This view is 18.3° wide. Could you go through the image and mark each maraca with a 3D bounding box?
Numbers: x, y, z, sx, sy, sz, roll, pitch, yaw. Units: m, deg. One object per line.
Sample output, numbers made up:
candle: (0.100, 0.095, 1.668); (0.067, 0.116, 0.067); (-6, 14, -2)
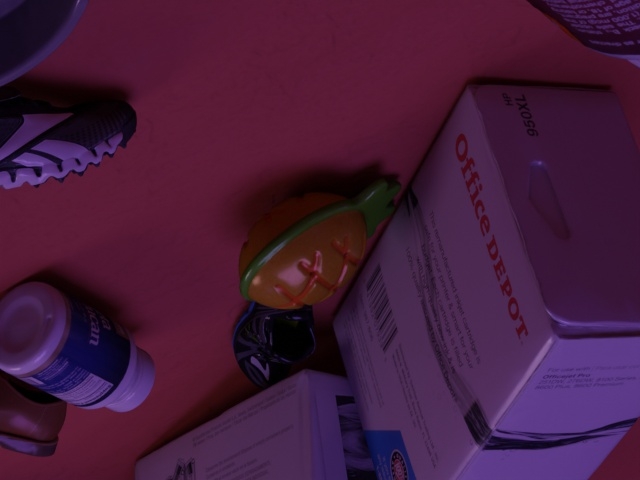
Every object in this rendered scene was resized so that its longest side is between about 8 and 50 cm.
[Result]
maraca: (0.000, 0.000, 1.889); (0.186, 0.099, 0.127); (-31, 163, -21)

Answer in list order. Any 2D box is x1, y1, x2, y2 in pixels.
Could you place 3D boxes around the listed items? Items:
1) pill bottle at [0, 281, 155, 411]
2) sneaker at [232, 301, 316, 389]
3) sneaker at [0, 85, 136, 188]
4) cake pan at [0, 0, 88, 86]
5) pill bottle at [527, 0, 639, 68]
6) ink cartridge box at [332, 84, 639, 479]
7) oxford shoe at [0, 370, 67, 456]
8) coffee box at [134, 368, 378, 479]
pill bottle: (-0.241, 0.111, 1.955); (0.094, 0.094, 0.169); (-29, 144, 21)
sneaker: (-0.046, 0.102, 2.030); (0.067, 0.078, 0.188); (-4, 147, -17)
sneaker: (-0.262, -0.094, 1.656); (0.234, 0.078, 0.106); (-21, 110, -25)
cake pan: (-0.319, -0.209, 1.494); (0.293, 0.054, 0.293); (-10, 146, -7)
pill bottle: (0.215, -0.269, 1.460); (0.224, 0.224, 0.392); (-32, 142, 24)
ink cartridge box: (0.176, 0.081, 1.897); (0.166, 0.285, 0.395); (0, 144, -23)
oxford shoe: (-0.359, 0.161, 2.026); (0.212, 0.076, 0.076); (13, 107, -32)
coffee box: (0.026, 0.374, 2.169); (0.334, 0.338, 0.338); (14, 150, -35)
